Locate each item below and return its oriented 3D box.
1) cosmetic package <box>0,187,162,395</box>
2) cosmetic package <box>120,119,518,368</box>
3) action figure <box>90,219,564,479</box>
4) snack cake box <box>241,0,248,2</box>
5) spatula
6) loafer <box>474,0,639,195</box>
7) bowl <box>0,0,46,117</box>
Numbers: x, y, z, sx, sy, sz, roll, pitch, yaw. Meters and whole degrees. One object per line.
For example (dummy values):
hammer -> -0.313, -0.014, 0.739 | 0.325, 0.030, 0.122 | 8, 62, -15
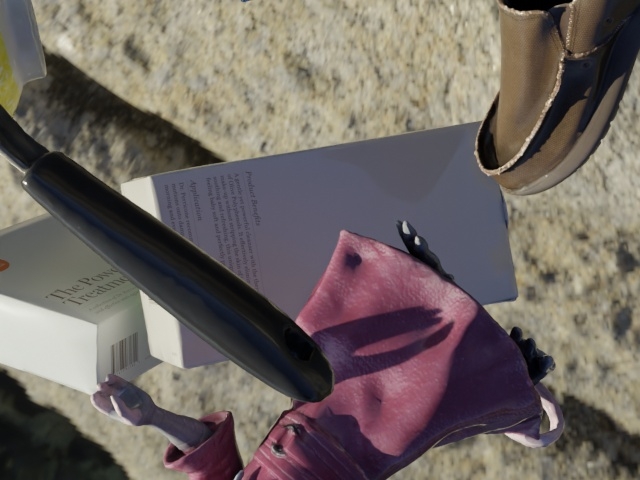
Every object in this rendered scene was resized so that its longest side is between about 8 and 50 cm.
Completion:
cosmetic package -> -0.260, 0.047, 1.544 | 0.284, 0.377, 0.097 | 12, 111, 27
cosmetic package -> 0.000, 0.000, 1.310 | 0.365, 0.155, 0.197 | -9, 93, -19
action figure -> -0.004, 0.172, 1.033 | 0.370, 0.248, 0.276 | -48, 151, -7
snack cake box -> -0.090, -0.365, 1.182 | 0.089, 0.264, 0.152 | -19, 143, -21
spatula -> -0.108, -0.046, 0.428 | 0.296, 0.084, 0.030 | 43, 118, -1
loafer -> 0.202, -0.192, 1.076 | 0.130, 0.134, 0.366 | 10, 133, -14
bowl -> -0.352, -0.197, 1.214 | 0.156, 0.289, 0.289 | -12, 118, -7
